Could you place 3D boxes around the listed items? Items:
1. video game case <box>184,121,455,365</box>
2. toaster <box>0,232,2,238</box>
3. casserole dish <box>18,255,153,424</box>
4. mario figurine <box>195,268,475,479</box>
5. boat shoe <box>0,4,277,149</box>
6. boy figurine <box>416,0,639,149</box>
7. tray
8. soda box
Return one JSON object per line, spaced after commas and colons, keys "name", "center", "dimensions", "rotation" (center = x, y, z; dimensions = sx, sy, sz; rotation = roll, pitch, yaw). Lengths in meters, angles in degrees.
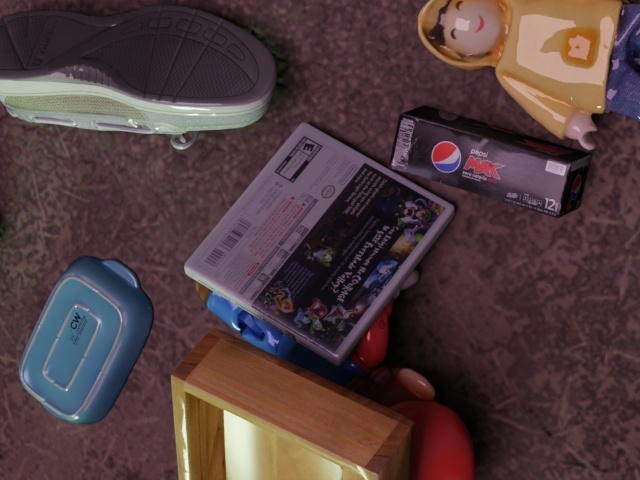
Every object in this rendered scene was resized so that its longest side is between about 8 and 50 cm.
{"name": "video game case", "center": [0.000, 0.000, 1.816], "dimensions": [0.173, 0.190, 0.022], "rotation": [30, 155, 19]}
{"name": "toaster", "center": [-0.431, -0.013, 2.019], "dimensions": [0.185, 0.168, 0.110], "rotation": [-25, 90, 29]}
{"name": "casserole dish", "center": [-0.244, 0.105, 2.019], "dimensions": [0.114, 0.037, 0.188], "rotation": [35, 112, 16]}
{"name": "mario figurine", "center": [0.033, 0.123, 1.861], "dimensions": [0.320, 0.170, 0.198], "rotation": [50, 151, 21]}
{"name": "boat shoe", "center": [-0.182, -0.151, 1.911], "dimensions": [0.320, 0.103, 0.118], "rotation": [4, 56, 23]}
{"name": "boy figurine", "center": [0.217, -0.174, 1.709], "dimensions": [0.285, 0.092, 0.177], "rotation": [20, 110, 19]}
{"name": "tray", "center": [-0.024, 0.272, 1.810], "dimensions": [0.202, 0.076, 0.411], "rotation": [23, 141, 21]}
{"name": "soda box", "center": [0.150, -0.071, 1.777], "dimensions": [0.169, 0.060, 0.053], "rotation": [18, 108, 22]}
